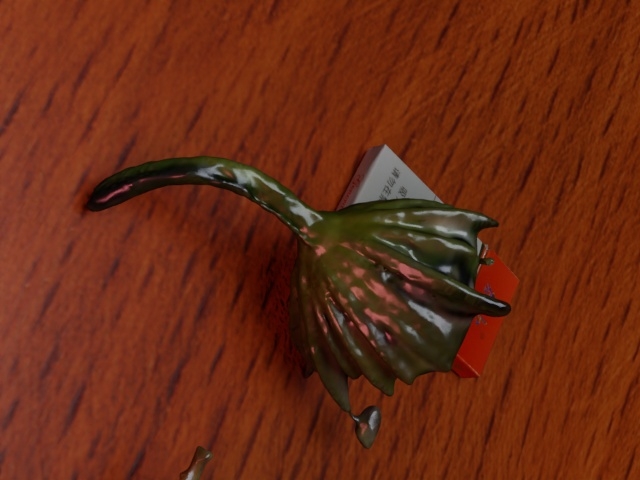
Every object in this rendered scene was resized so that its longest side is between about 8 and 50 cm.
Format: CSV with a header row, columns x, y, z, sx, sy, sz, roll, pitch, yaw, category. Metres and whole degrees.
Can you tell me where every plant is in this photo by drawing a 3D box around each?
x,y,z,sx,sy,sz,roll,pitch,yaw,category
0.002,0.018,1.006,0.333,0.251,0.180,34,25,-38,plant

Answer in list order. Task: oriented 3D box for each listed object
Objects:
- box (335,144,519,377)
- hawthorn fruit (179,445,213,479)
x,y,z,sx,sy,sz,roll,pitch,yaw,category
0.111,0.026,1.234,0.245,0.035,0.139,43,59,-25,box
-0.096,0.294,0.923,0.205,0.205,0.253,5,73,-39,hawthorn fruit
